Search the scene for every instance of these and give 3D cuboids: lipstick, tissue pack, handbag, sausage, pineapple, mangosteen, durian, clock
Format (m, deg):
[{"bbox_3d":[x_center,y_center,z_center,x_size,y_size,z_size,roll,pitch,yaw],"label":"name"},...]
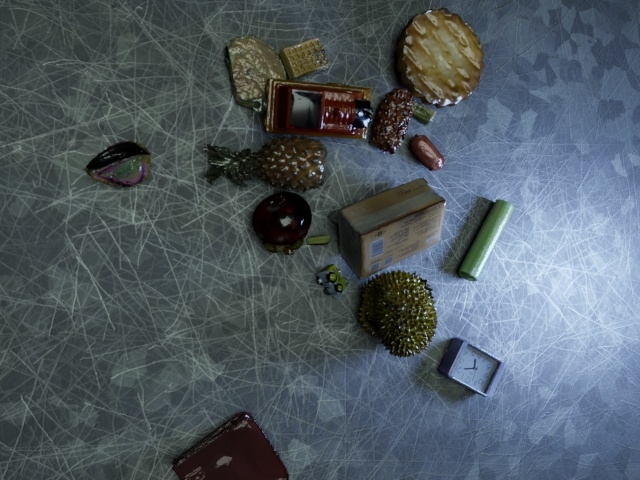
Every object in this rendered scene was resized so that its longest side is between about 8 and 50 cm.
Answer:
[{"bbox_3d":[0.576,0.002,1.816,0.076,0.076,0.304,33,81,-15],"label":"lipstick"},{"bbox_3d":[0.202,-0.062,1.651,0.306,0.238,0.238,-23,96,-16],"label":"tissue pack"},{"bbox_3d":[-0.262,0.680,1.543,0.276,0.084,0.260,-34,100,-15],"label":"handbag"},{"bbox_3d":[0.354,-0.294,1.748,0.076,0.076,0.141,-44,103,-13],"label":"sausage"},{"bbox_3d":[-0.163,-0.232,1.537,0.362,0.175,0.174,6,88,3],"label":"pineapple"},{"bbox_3d":[-0.109,-0.046,1.562,0.200,0.200,0.199,0,90,-18],"label":"mangosteen"},{"bbox_3d":[0.252,0.233,1.631,0.258,0.258,0.292,-9,98,-17],"label":"durian"},{"bbox_3d":[-0.551,-0.203,1.465,0.187,0.119,0.108,-22,134,-5],"label":"durian"},{"bbox_3d":[0.518,0.437,1.795,0.194,0.073,0.144,30,80,-15],"label":"clock"}]

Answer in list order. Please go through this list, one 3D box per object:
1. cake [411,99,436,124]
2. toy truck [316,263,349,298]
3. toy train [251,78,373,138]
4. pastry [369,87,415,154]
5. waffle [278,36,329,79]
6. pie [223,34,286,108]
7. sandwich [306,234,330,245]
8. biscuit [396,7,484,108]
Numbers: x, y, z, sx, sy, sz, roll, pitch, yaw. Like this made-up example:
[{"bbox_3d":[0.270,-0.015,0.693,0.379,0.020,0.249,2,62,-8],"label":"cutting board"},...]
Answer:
[{"bbox_3d":[0.318,-0.442,1.764,0.140,0.055,0.051,30,82,3],"label":"cake"},{"bbox_3d":[0.048,0.129,1.655,0.077,0.076,0.111,-44,104,-33],"label":"toy truck"},{"bbox_3d":[-0.013,-0.384,1.536,0.370,0.231,0.163,0,107,-18],"label":"toy train"},{"bbox_3d":[0.234,-0.389,1.697,0.115,0.097,0.208,15,87,-9],"label":"pastry"},{"bbox_3d":[-0.049,-0.565,1.624,0.148,0.042,0.102,-29,98,-29],"label":"waffle"},{"bbox_3d":[-0.193,-0.513,1.588,0.185,0.052,0.218,-10,91,-17],"label":"pie"},{"bbox_3d":[0.000,0.000,1.653,0.044,0.083,0.030,10,79,-61],"label":"sandwich"},{"bbox_3d":[0.391,-0.602,1.747,0.326,0.107,0.325,-1,93,-20],"label":"biscuit"}]
